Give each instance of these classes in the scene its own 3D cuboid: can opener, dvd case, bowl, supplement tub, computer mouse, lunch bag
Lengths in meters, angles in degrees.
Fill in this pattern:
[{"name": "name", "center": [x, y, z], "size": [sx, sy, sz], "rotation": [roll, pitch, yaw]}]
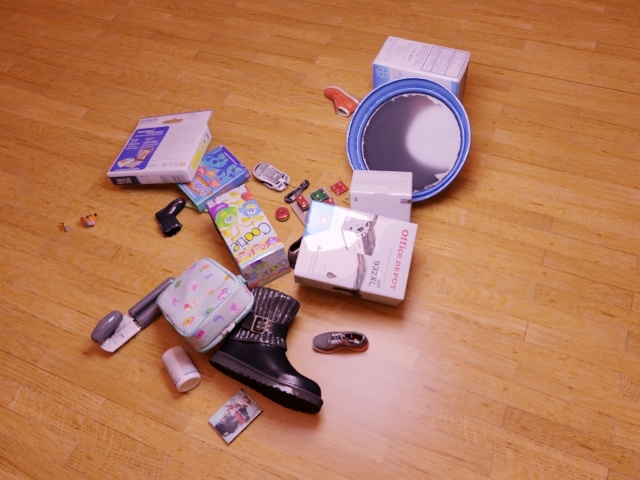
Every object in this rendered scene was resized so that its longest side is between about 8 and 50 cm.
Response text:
[{"name": "can opener", "center": [-0.525, 0.205, 1.586], "size": [0.076, 0.095, 0.283], "rotation": [38, 68, 25]}, {"name": "dvd case", "center": [-0.221, 0.457, 1.437], "size": [0.119, 0.013, 0.087], "rotation": [-40, 62, -20]}, {"name": "bowl", "center": [0.277, -0.315, 1.742], "size": [0.390, 0.077, 0.392], "rotation": [0, 90, 20]}, {"name": "supplement tub", "center": [-0.377, 0.348, 1.491], "size": [0.071, 0.071, 0.107], "rotation": [-30, 59, -14]}, {"name": "computer mouse", "center": [-0.140, -0.200, 1.847], "size": [0.193, 0.042, 0.106], "rotation": [31, 69, 17]}, {"name": "lunch bag", "center": [-0.314, 0.169, 1.519], "size": [0.224, 0.108, 0.279], "rotation": [-43, 36, -15]}]

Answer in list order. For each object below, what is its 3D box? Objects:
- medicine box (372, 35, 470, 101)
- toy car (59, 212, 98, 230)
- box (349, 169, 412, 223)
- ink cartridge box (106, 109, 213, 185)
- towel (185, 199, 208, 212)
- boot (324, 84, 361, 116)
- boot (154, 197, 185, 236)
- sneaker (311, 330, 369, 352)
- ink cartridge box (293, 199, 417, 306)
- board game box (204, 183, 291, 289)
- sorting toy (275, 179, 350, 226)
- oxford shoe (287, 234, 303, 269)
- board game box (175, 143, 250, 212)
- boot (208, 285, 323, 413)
[{"name": "medicine box", "center": [0.337, -0.515, 1.868], "size": [0.289, 0.264, 0.149], "rotation": [19, 60, 18]}, {"name": "toy car", "center": [-0.799, -0.057, 1.835], "size": [0.122, 0.060, 0.041], "rotation": [-14, 99, 17]}, {"name": "box", "center": [0.182, -0.104, 1.653], "size": [0.180, 0.182, 0.119], "rotation": [4, 42, 9]}, {"name": "ink cartridge box", "center": [-0.539, -0.319, 1.902], "size": [0.303, 0.072, 0.307], "rotation": [-1, 47, 19]}, {"name": "towel", "center": [-0.376, -0.162, 1.856], "size": [0.113, 0.023, 0.152], "rotation": [14, 60, 16]}, {"name": "boot", "center": [0.064, -0.512, 2.021], "size": [0.158, 0.059, 0.085], "rotation": [33, 70, 23]}, {"name": "boot", "center": [-0.477, -0.074, 1.794], "size": [0.121, 0.045, 0.099], "rotation": [-34, 57, -6]}, {"name": "sneaker", "center": [0.053, 0.266, 1.503], "size": [0.157, 0.065, 0.061], "rotation": [-4, 56, 3]}, {"name": "ink cartridge box", "center": [0.098, 0.038, 1.549], "size": [0.307, 0.129, 0.223], "rotation": [13, 76, 2]}, {"name": "board game box", "center": [-0.220, -0.011, 1.668], "size": [0.144, 0.142, 0.275], "rotation": [-27, 58, -12]}, {"name": "sorting toy", "center": [-0.003, -0.112, 1.769], "size": [0.274, 0.046, 0.132], "rotation": [-28, 58, -12]}, {"name": "oxford shoe", "center": [0.000, 0.000, 1.667], "size": [0.227, 0.096, 0.083], "rotation": [-34, 58, -17]}, {"name": "board game box", "center": [-0.367, -0.211, 1.846], "size": [0.210, 0.047, 0.160], "rotation": [-39, 63, -16]}, {"name": "boot", "center": [-0.103, 0.279, 1.471], "size": [0.347, 0.131, 0.260], "rotation": [22, 62, 20]}]
